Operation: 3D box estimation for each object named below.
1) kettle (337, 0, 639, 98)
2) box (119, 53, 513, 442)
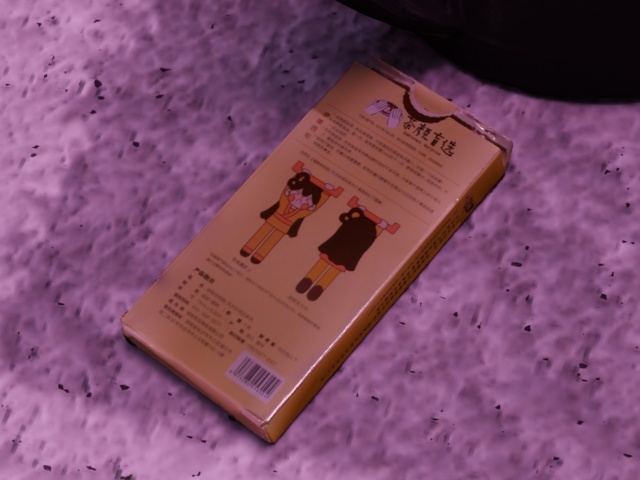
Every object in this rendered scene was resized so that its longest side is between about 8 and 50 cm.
[{"bbox_3d":[0.079,-0.188,0.632,0.268,0.290,0.207,-41,66,-13],"label":"kettle"},{"bbox_3d":[0.000,0.000,0.693,0.073,0.020,0.149,34,71,23],"label":"box"}]
